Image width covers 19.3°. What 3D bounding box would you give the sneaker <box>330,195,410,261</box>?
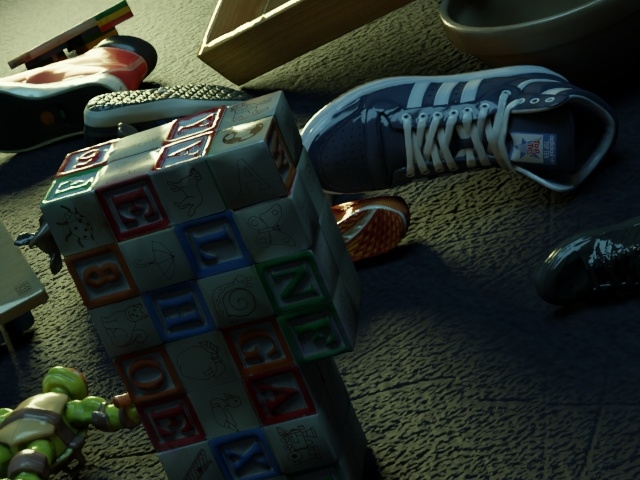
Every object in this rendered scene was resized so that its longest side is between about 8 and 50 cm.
[{"bbox_3d":[0.000,0.000,1.717,0.175,0.064,0.067,-9,12,13],"label":"sneaker"}]

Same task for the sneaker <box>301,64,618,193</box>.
[{"bbox_3d":[0.129,-0.089,1.677,0.282,0.099,0.153,-14,23,-19],"label":"sneaker"}]

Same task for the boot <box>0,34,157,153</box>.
[{"bbox_3d":[-0.326,-0.188,2.309,0.244,0.088,0.176,-6,28,16],"label":"boot"}]

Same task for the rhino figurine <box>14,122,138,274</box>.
[{"bbox_3d":[-0.235,-0.036,1.897,0.106,0.073,0.243,-49,0,29],"label":"rhino figurine"}]

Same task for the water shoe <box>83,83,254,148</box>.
[{"bbox_3d":[-0.164,-0.124,2.068,0.203,0.080,0.073,-5,22,-22],"label":"water shoe"}]

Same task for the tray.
[{"bbox_3d":[0.036,-0.323,2.073,0.411,0.076,0.203,-19,44,49],"label":"tray"}]

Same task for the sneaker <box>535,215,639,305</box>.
[{"bbox_3d":[0.258,0.014,1.470,0.170,0.051,0.089,-23,21,-8],"label":"sneaker"}]

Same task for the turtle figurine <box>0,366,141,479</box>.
[{"bbox_3d":[-0.250,0.166,1.548,0.269,0.087,0.217,-1,29,22],"label":"turtle figurine"}]

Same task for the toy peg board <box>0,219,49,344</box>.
[{"bbox_3d":[-0.357,0.071,1.860,0.161,0.079,0.160,-29,42,-12],"label":"toy peg board"}]

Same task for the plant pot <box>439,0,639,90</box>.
[{"bbox_3d":[0.245,-0.219,1.864,0.237,0.110,0.237,-18,26,9],"label":"plant pot"}]

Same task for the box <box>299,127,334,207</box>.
[{"bbox_3d":[-0.077,-0.049,1.883,0.186,0.038,0.145,-18,25,13],"label":"box"}]

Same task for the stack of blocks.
[{"bbox_3d":[-0.058,0.060,1.353,0.171,0.297,0.087,-15,24,15],"label":"stack of blocks"}]

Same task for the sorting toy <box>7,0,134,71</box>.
[{"bbox_3d":[-0.329,-0.247,2.439,0.132,0.046,0.274,-31,10,-19],"label":"sorting toy"}]
